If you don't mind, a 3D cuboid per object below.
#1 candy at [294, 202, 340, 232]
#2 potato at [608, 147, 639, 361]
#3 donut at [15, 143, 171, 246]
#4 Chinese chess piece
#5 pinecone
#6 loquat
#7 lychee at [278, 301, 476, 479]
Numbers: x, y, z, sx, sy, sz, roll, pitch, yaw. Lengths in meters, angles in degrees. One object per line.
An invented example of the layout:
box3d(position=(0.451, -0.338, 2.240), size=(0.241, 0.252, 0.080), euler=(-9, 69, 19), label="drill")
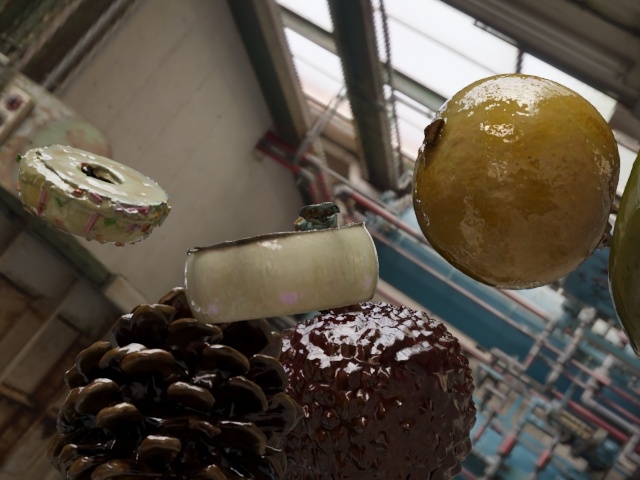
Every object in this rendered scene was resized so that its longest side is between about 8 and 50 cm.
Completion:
box3d(position=(0.000, 0.000, 1.053), size=(0.182, 0.053, 0.046), euler=(76, -163, -70), label="candy")
box3d(position=(0.197, -0.020, 0.385), size=(0.155, 0.137, 0.200), euler=(-9, -49, -16), label="potato")
box3d(position=(-0.257, -0.048, 1.038), size=(0.068, 0.175, 0.175), euler=(-65, -20, 15), label="donut")
box3d(position=(-0.024, 0.021, 0.580), size=(0.122, 0.122, 0.051), euler=(-10, -89, -66), label="Chinese chess piece")
box3d(position=(-0.108, 0.147, 0.672), size=(0.212, 0.169, 0.185), euler=(-73, -29, -44), label="pinecone")
box3d(position=(0.136, -0.040, 0.651), size=(0.163, 0.163, 0.137), euler=(-44, 1, -34), label="loquat")
box3d(position=(0.040, 0.174, 1.022), size=(0.264, 0.264, 0.300), euler=(30, -128, -72), label="lychee")
